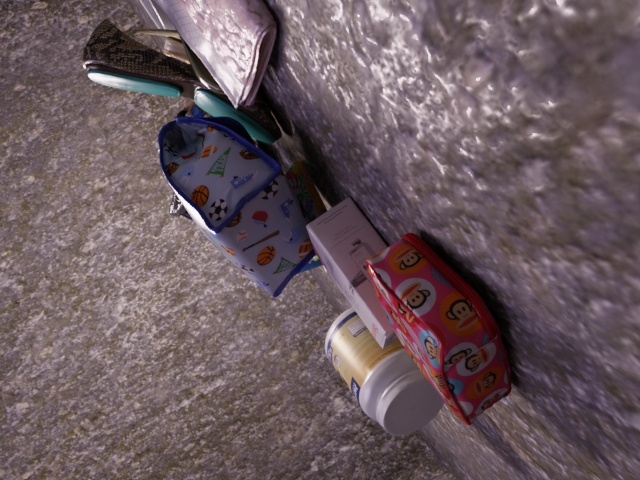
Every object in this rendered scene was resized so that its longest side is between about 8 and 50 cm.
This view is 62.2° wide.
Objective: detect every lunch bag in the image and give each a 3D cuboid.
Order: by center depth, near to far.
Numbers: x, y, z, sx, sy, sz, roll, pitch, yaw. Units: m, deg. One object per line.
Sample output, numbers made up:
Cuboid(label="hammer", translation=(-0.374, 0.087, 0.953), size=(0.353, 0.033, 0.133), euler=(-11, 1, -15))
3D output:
Cuboid(label="lunch bag", translation=(0.180, 0.135, 0.867), size=(0.258, 0.120, 0.293), euler=(50, 171, 46))
Cuboid(label="lunch bag", translation=(-0.206, -0.106, 1.284), size=(0.385, 0.239, 0.328), euler=(38, 166, 37))

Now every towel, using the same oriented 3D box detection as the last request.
Cuboid(label="towel", translation=(-0.211, -0.434, 0.967), size=(0.332, 0.053, 0.317), euler=(54, 161, 0))

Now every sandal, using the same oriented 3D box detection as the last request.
Cuboid(label="sandal", translation=(-0.247, -0.448, 1.162), size=(0.303, 0.120, 0.086), euler=(57, 157, -1))

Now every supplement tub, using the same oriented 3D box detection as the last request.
Cuboid(label="supplement tub", translation=(0.173, 0.345, 1.449), size=(0.316, 0.228, 0.228), euler=(48, 169, 51))

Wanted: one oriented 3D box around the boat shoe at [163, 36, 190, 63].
Cuboid(label="boat shoe", translation=(-0.357, -0.514, 1.494), size=(0.169, 0.059, 0.063), euler=(20, -156, -21))

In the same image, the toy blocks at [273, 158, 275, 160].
Cuboid(label="toy blocks", translation=(-0.277, -0.315, 1.830), size=(0.381, 0.190, 0.261), euler=(72, 174, -75))

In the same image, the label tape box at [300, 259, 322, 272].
Cuboid(label="label tape box", translation=(-0.147, 0.001, 2.046), size=(0.240, 0.106, 0.334), euler=(-16, -114, -52))

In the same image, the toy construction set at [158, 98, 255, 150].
Cuboid(label="toy construction set", translation=(-0.302, -0.385, 1.524), size=(0.309, 0.257, 0.238), euler=(-51, 39, 48))

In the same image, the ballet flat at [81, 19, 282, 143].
Cuboid(label="ballet flat", translation=(-0.297, -0.392, 1.252), size=(0.482, 0.182, 0.164), euler=(18, 174, -16))

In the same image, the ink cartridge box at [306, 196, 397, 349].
Cuboid(label="ink cartridge box", translation=(0.100, 0.077, 1.154), size=(0.283, 0.117, 0.207), euler=(54, 173, 18))

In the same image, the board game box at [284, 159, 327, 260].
Cuboid(label="board game box", translation=(-0.025, -0.065, 1.371), size=(0.260, 0.039, 0.124), euler=(61, 148, 9))

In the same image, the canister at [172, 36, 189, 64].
Cuboid(label="canister", translation=(-0.411, -0.608, 1.691), size=(0.170, 0.073, 0.126), euler=(53, 172, 37))

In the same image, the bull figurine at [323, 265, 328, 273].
Cuboid(label="bull figurine", translation=(0.000, 0.000, 1.542), size=(0.310, 0.101, 0.189), euler=(49, 166, 40))

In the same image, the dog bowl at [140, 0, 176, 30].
Cuboid(label="dog bowl", translation=(-0.428, -0.673, 1.370), size=(0.265, 0.104, 0.265), euler=(55, 173, 10))

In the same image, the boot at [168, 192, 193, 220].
Cuboid(label="boot", translation=(-0.239, -0.092, 1.708), size=(0.444, 0.146, 0.367), euler=(17, 175, -19))
